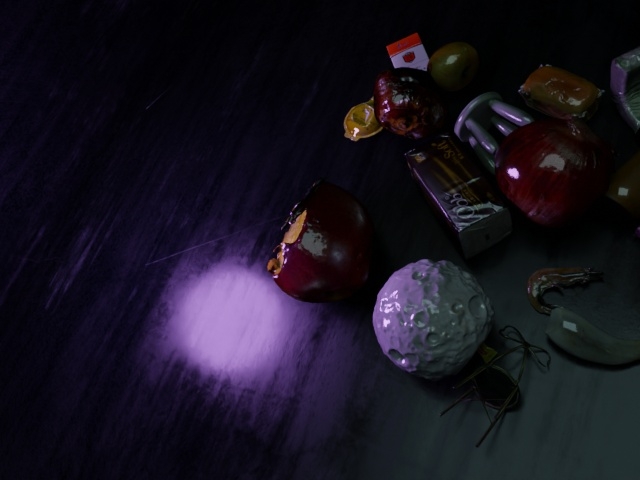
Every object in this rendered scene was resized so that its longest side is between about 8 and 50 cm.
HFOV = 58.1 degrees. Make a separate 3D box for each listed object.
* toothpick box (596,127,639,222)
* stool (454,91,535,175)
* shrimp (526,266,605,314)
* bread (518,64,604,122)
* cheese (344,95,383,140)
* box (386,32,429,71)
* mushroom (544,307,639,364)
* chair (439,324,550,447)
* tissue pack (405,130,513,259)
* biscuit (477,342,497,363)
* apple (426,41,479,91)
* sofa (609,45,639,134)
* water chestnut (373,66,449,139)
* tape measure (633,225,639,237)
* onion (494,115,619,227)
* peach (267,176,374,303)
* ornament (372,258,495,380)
[{"bbox_3d":[0.948,-0.203,1.669,0.294,0.192,0.192,-49,56,1],"label":"toothpick box"},{"bbox_3d":[0.575,-0.356,1.906,0.195,0.195,0.198,-36,61,3],"label":"stool"},{"bbox_3d":[0.715,0.143,1.674,0.220,0.046,0.152,-12,60,22],"label":"shrimp"},{"bbox_3d":[0.802,-0.489,1.922,0.136,0.107,0.241,-49,56,-2],"label":"bread"},{"bbox_3d":[0.194,-0.489,2.210,0.177,0.069,0.270,30,77,32],"label":"cheese"},{"bbox_3d":[0.356,-0.703,2.268,0.139,0.035,0.245,-20,59,14],"label":"box"},{"bbox_3d":[0.754,0.277,1.567,0.270,0.103,0.118,21,83,19],"label":"mushroom"},{"bbox_3d":[0.487,0.399,1.594,0.160,0.170,0.326,35,42,25],"label":"chair"},{"bbox_3d":[0.449,-0.147,1.849,0.198,0.210,0.369,-27,56,2],"label":"tissue pack"},{"bbox_3d":[0.419,0.256,1.760,0.048,0.026,0.292,-51,56,12],"label":"biscuit"},{"bbox_3d":[0.479,-0.633,2.097,0.182,0.182,0.155,-40,49,0],"label":"apple"},{"bbox_3d":[1.014,-0.479,1.754,0.210,0.225,0.175,-22,54,9],"label":"sofa"},{"bbox_3d":[0.319,-0.490,2.040,0.289,0.289,0.244,28,108,32],"label":"water chestnut"},{"bbox_3d":[0.975,-0.023,1.628,0.125,0.074,0.118,-44,57,0],"label":"tape measure"},{"bbox_3d":[0.672,-0.209,1.707,0.342,0.341,0.340,-10,62,19],"label":"onion"},{"bbox_3d":[0.000,0.000,1.898,0.339,0.354,0.416,-50,49,50],"label":"peach"},{"bbox_3d":[0.304,0.215,1.617,0.338,0.337,0.336,-10,62,19],"label":"ornament"}]
